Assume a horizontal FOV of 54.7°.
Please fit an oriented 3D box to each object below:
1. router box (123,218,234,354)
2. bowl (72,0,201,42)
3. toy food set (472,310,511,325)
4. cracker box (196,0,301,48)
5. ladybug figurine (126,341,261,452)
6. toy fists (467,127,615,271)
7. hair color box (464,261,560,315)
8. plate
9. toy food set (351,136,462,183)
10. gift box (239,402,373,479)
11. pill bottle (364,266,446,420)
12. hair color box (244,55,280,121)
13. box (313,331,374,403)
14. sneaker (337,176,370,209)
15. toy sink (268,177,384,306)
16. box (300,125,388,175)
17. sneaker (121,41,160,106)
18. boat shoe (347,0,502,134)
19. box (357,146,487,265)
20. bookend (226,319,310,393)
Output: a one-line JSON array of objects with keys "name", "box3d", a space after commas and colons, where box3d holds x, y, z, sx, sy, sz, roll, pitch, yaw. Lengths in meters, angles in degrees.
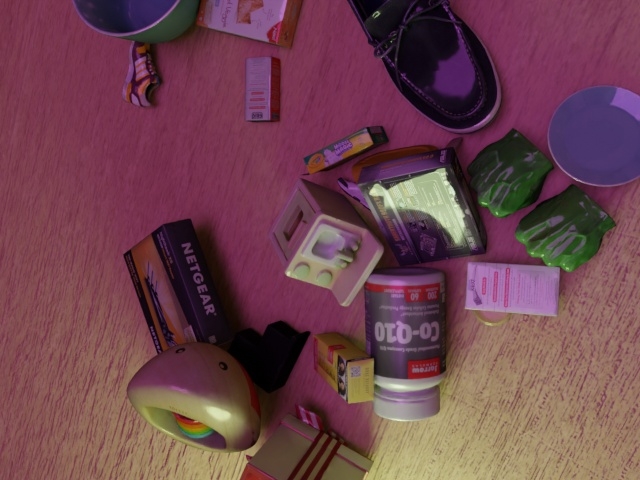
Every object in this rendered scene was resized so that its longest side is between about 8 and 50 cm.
[{"name": "router box", "box3d": [-0.351, 0.132, 1.504, 0.243, 0.081, 0.309, -27, 82, 46]}, {"name": "bowl", "box3d": [-0.398, -0.586, 1.431, 0.311, 0.163, 0.312, -2, 83, 15]}, {"name": "toy food set", "box3d": [0.339, 0.127, 1.225, 0.082, 0.020, 0.083, 0, 95, 27]}, {"name": "cracker box", "box3d": [-0.158, -0.536, 1.390, 0.232, 0.067, 0.156, 20, 104, 23]}, {"name": "ladybug figurine", "box3d": [-0.268, 0.354, 1.394, 0.304, 0.449, 0.162, 19, 59, 1]}, {"name": "toy fists", "box3d": [0.392, -0.068, 1.140, 0.142, 0.096, 0.279, -44, 74, 10]}, {"name": "hair color box", "box3d": [0.363, 0.091, 1.173, 0.167, 0.053, 0.093, 3, 86, 18]}, {"name": "plate", "box3d": [0.496, -0.182, 1.089, 0.188, 0.024, 0.188, -2, 78, 11]}, {"name": "toy food set", "box3d": [0.173, -0.136, 1.237, 0.217, 0.128, 0.071, -7, 116, 24]}, {"name": "gift box", "box3d": [-0.060, 0.532, 1.331, 0.276, 0.258, 0.255, 32, 108, 13]}, {"name": "pill bottle", "box3d": [0.170, 0.201, 1.238, 0.161, 0.161, 0.284, 0, 95, 27]}, {"name": "hair color box", "box3d": [-0.132, -0.342, 1.408, 0.071, 0.043, 0.141, 5, 96, 27]}, {"name": "box", "box3d": [0.044, 0.258, 1.286, 0.058, 0.232, 0.088, -3, 97, -16]}, {"name": "sneaker", "box3d": [0.084, -0.106, 1.328, 0.109, 0.040, 0.044, 37, 93, 16]}, {"name": "toy sink", "box3d": [0.000, 0.000, 1.262, 0.153, 0.131, 0.234, -59, 32, 20]}, {"name": "box", "box3d": [0.044, -0.185, 1.298, 0.179, 0.105, 0.043, -25, 90, 26]}, {"name": "sneaker", "box3d": [-0.435, -0.428, 1.549, 0.083, 0.069, 0.186, 16, 103, 9]}, {"name": "boat shoe", "box3d": [0.167, -0.418, 1.188, 0.186, 0.156, 0.500, -34, 81, 24]}, {"name": "box", "box3d": [0.200, -0.057, 1.186, 0.183, 0.056, 0.231, -10, 130, 28]}, {"name": "bookend", "box3d": [-0.131, 0.243, 1.446, 0.157, 0.072, 0.156, 31, 107, 22]}]
